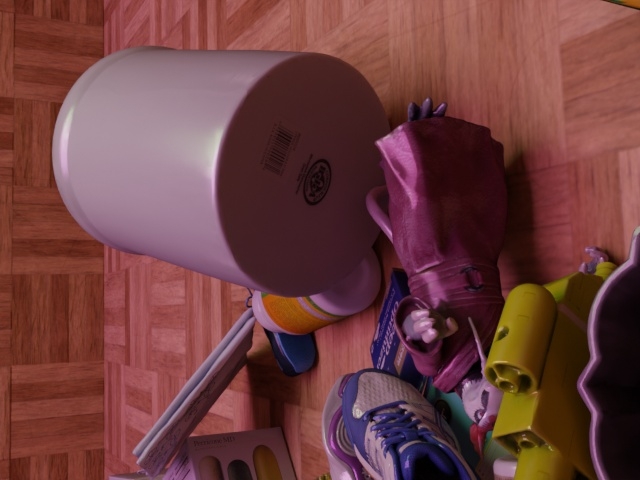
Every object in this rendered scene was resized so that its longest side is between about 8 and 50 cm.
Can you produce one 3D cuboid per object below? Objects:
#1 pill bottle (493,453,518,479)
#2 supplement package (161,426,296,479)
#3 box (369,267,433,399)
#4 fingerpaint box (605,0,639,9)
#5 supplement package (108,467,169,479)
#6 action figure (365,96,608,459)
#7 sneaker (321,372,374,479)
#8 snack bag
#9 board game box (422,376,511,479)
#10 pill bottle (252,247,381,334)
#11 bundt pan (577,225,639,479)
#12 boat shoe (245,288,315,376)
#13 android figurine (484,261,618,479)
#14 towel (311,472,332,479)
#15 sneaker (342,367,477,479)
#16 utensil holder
[{"bbox_3d":[0.208,0.276,0.635,0.094,0.094,0.169,-23,68,59],"label":"pill bottle"},{"bbox_3d":[-0.160,0.520,1.350,0.198,0.199,0.262,-59,40,42],"label":"supplement package"},{"bbox_3d":[0.108,0.141,0.961,0.225,0.036,0.136,-101,23,-69],"label":"box"},{"bbox_3d":[0.290,-0.367,0.451,0.371,0.163,0.444,25,115,25],"label":"fingerpaint box"},{"bbox_3d":[-0.383,0.633,1.750,0.262,0.204,0.145,-29,63,58],"label":"supplement package"},{"bbox_3d":[0.133,0.048,0.788,0.276,0.248,0.370,-36,55,57],"label":"action figure"},{"bbox_3d":[0.053,0.350,1.060,0.152,0.114,0.305,113,154,-59],"label":"sneaker"},{"bbox_3d":[-0.226,0.305,1.357,0.037,0.323,0.342,34,155,7],"label":"snack bag"},{"bbox_3d":[0.215,0.326,0.798,0.336,0.079,0.253,41,123,55],"label":"board game box"},{"bbox_3d":[-0.020,0.078,1.177,0.246,0.136,0.136,-33,61,57],"label":"pill bottle"},{"bbox_3d":[0.349,0.104,0.471,0.331,0.124,0.330,-12,73,46],"label":"bundt pan"},{"bbox_3d":[-0.089,0.129,1.339,0.089,0.109,0.258,128,137,-52],"label":"boat shoe"},{"bbox_3d":[0.238,0.137,0.610,0.056,0.248,0.273,-34,19,50],"label":"android figurine"},{"bbox_3d":[-0.004,0.443,1.185,0.237,0.021,0.102,113,150,-66],"label":"towel"},{"bbox_3d":[0.105,0.224,0.749,0.296,0.112,0.131,55,166,46],"label":"sneaker"},{"bbox_3d":[-0.136,-0.106,1.015,0.385,0.328,0.327,14,102,44],"label":"utensil holder"}]
